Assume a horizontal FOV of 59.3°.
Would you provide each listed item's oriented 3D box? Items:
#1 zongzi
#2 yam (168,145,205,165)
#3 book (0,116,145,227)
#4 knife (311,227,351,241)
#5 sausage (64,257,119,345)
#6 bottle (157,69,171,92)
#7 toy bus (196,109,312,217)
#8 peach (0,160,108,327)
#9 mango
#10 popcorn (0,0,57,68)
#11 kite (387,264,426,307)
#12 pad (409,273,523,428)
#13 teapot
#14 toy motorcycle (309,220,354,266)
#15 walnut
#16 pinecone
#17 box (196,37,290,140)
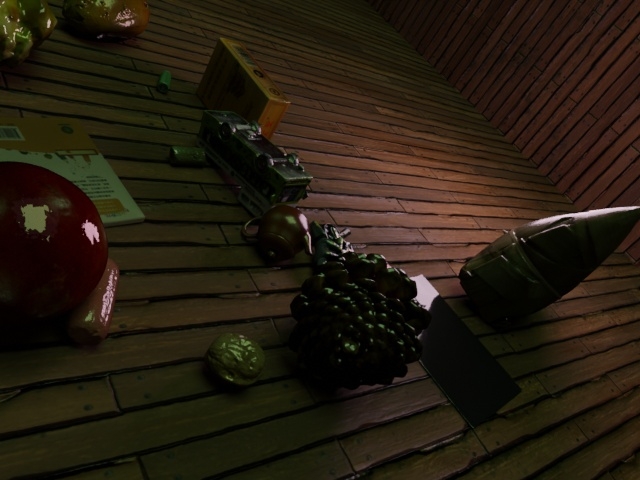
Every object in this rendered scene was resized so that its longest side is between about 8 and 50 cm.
[{"bbox_3d":[0.659,0.016,1.477,0.500,0.466,0.218,-19,81,-54],"label":"zongzi"},{"bbox_3d":[-0.294,-0.189,1.257,0.094,0.043,0.043,-3,48,-42],"label":"yam"},{"bbox_3d":[-0.481,-0.129,1.028,0.207,0.020,0.295,-11,54,-49],"label":"book"},{"bbox_3d":[-0.003,-0.005,1.299,0.222,0.021,0.046,-19,75,-49],"label":"knife"},{"bbox_3d":[-0.338,0.085,0.839,0.062,0.062,0.154,19,36,-24],"label":"sausage"},{"bbox_3d":[-0.405,-0.414,1.463,0.030,0.030,0.083,19,34,-23],"label":"bottle"},{"bbox_3d":[-0.161,-0.179,1.285,0.301,0.139,0.113,43,32,27],"label":"toy bus"},{"bbox_3d":[-0.408,0.008,0.744,0.243,0.200,0.244,-2,42,1],"label":"peach"},{"bbox_3d":[-0.562,-0.603,1.482,0.155,0.151,0.248,14,29,28],"label":"mango"},{"bbox_3d":[-0.652,-0.458,1.144,0.236,0.206,0.251,31,11,24],"label":"popcorn"},{"bbox_3d":[0.144,0.105,1.292,0.232,0.009,0.189,32,32,-4],"label":"kite"},{"bbox_3d":[0.277,0.228,1.268,0.247,0.007,0.368,-9,52,-47],"label":"pad"},{"bbox_3d":[-0.087,-0.007,1.163,0.173,0.116,0.116,15,27,19],"label":"teapot"},{"bbox_3d":[0.029,0.039,1.232,0.124,0.061,0.193,2,54,-49],"label":"toy motorcycle"},{"bbox_3d":[-0.131,0.187,0.877,0.096,0.079,0.083,29,34,-10],"label":"walnut"},{"bbox_3d":[0.070,0.122,1.008,0.246,0.246,0.292,29,21,-8],"label":"pinecone"},{"bbox_3d":[-0.206,-0.369,1.449,0.076,0.174,0.274,-5,48,-44],"label":"box"}]
